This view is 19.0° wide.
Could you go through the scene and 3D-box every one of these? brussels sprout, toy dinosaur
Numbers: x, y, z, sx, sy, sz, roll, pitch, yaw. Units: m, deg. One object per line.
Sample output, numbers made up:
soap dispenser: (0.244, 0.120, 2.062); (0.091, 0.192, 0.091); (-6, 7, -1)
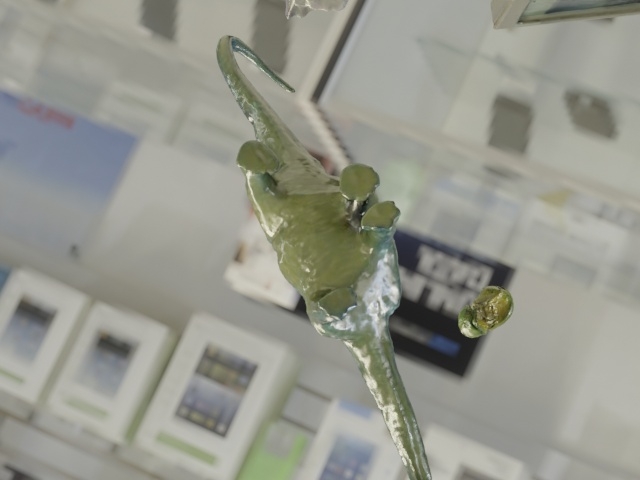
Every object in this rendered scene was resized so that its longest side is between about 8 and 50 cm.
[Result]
brussels sprout: (0.178, 0.081, 2.113); (0.046, 0.083, 0.051); (44, 133, 18)
toy dinosaur: (0.002, -0.001, 1.201); (0.147, 0.076, 0.363); (90, 157, -68)

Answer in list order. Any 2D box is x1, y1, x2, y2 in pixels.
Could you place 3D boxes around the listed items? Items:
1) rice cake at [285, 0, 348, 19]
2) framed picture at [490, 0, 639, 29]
rice cake: (0.030, -0.342, 1.700); (0.064, 0.070, 0.399); (7, 146, -8)
framed picture: (0.323, -0.236, 1.614); (0.326, 0.028, 0.446); (-6, 179, 1)
